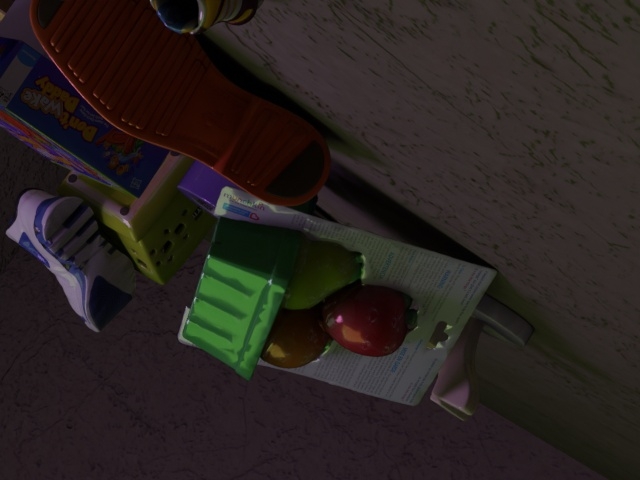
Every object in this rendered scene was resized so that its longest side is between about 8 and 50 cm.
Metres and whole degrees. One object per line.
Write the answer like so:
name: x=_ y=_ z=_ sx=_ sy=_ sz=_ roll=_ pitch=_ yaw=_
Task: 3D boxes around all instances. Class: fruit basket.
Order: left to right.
fruit basket: x=0.011 y=0.076 z=1.650 sx=0.353 sy=0.165 sz=0.327 roll=12 pitch=139 yaw=-8

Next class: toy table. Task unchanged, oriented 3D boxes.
toy table: x=0.171 y=0.144 z=1.861 sx=0.252 sy=0.161 sz=0.274 roll=36 pitch=172 yaw=-25

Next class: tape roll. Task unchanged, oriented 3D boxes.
tape roll: x=-0.145 y=-0.071 z=2.152 sx=0.189 sy=0.080 sz=0.189 roll=32 pitch=174 yaw=4

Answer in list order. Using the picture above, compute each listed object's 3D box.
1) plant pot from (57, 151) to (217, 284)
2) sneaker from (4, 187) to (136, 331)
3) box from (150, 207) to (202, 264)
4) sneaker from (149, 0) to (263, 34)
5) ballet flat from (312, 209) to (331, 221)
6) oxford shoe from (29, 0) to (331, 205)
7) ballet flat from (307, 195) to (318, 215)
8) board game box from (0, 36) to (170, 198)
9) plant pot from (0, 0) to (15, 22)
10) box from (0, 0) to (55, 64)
plant pot: x=-0.330 y=-0.090 z=2.319 sx=0.227 sy=0.228 sz=0.207 roll=31 pitch=166 yaw=20
sneaker: x=-0.463 y=0.007 z=2.292 sx=0.182 sy=0.127 sz=0.315 roll=29 pitch=152 yaw=37
box: x=-0.325 y=-0.058 z=2.501 sx=0.175 sy=0.220 sz=0.051 roll=26 pitch=161 yaw=45
sneaker: x=-0.094 y=-0.192 z=0.967 sx=0.069 sy=0.084 sz=0.185 roll=32 pitch=173 yaw=9
ballet flat: x=0.000 y=0.000 z=2.018 sx=0.248 sy=0.086 sz=0.086 roll=36 pitch=173 yaw=-33
oxford shoe: x=-0.160 y=-0.160 z=1.375 sx=0.364 sy=0.130 sz=0.133 roll=37 pitch=180 yaw=-20
ballet flat: x=-0.065 y=-0.098 z=1.646 sx=0.077 sy=0.091 sz=0.241 roll=64 pitch=-176 yaw=27
board game box: x=-0.366 y=-0.172 z=1.654 sx=0.233 sy=0.078 sz=0.347 roll=36 pitch=172 yaw=-29
plant pot: x=-0.481 y=-0.347 z=1.944 sx=0.236 sy=0.032 sz=0.236 roll=33 pitch=173 yaw=5
box: x=-0.324 y=-0.244 z=1.675 sx=0.170 sy=0.091 sz=0.130 roll=30 pitch=173 yaw=21
